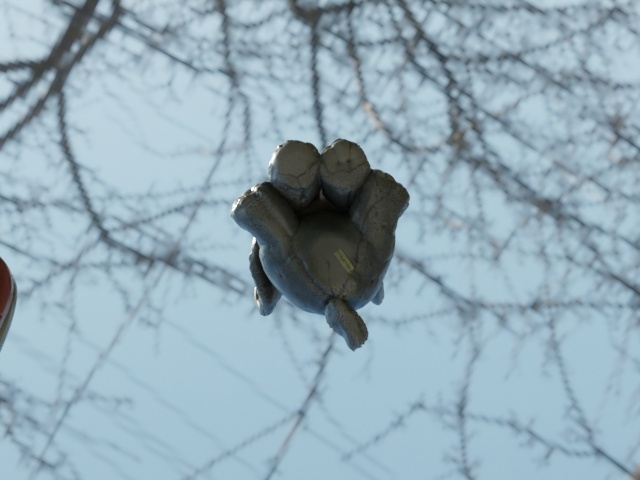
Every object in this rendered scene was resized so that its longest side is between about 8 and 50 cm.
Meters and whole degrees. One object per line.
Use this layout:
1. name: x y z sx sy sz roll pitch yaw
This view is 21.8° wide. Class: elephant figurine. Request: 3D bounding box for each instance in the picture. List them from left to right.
1. elephant figurine: 0.000 0.000 1.587 0.169 0.186 0.239 32 167 1

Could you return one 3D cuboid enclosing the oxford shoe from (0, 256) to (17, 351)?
1. oxford shoe: -0.350 0.156 1.397 0.123 0.348 0.130 38 -172 24
